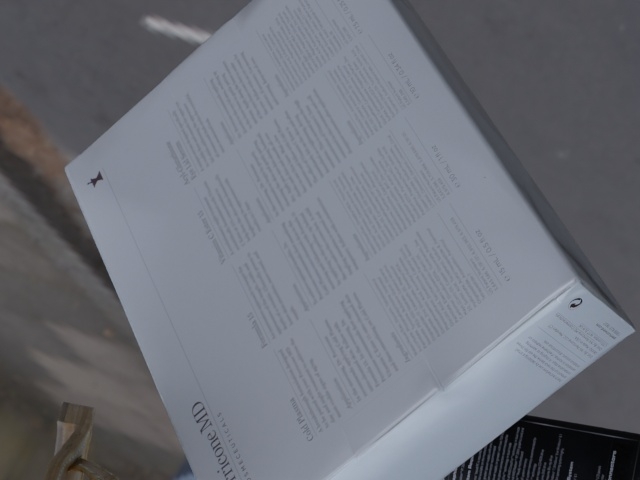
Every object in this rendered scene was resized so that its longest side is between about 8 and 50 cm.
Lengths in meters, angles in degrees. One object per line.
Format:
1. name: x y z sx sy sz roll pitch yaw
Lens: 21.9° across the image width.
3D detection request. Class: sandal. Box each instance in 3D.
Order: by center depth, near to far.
1. sandal: -0.139 0.173 1.052 0.079 0.088 0.240 10 -161 -6

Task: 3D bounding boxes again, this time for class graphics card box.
1. graphics card box: 0.270 0.230 1.502 0.371 0.094 0.233 7 166 22

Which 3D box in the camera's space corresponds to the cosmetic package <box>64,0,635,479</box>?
1. cosmetic package: 0.000 0.000 1.141 0.097 0.284 0.377 37 -161 -49
